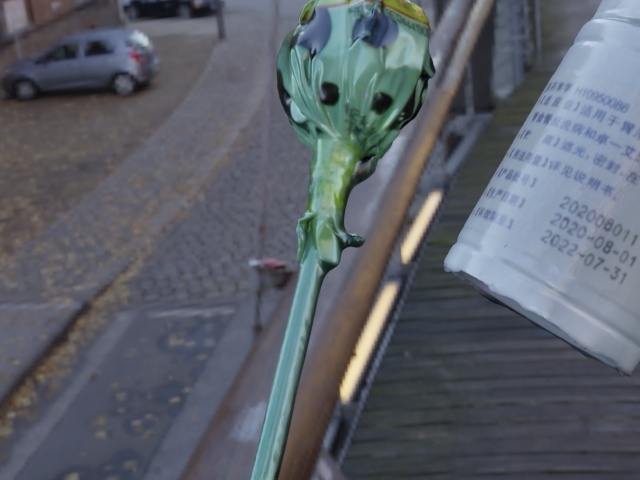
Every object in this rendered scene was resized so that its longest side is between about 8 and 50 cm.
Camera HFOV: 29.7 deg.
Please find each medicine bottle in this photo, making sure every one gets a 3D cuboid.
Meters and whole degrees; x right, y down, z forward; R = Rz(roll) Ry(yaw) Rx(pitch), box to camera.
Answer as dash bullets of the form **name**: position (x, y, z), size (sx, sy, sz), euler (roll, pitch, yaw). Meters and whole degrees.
- **medicine bottle**: position (0.268, -0.070, 1.041), size (0.190, 0.332, 0.190), euler (31, 0, 0)

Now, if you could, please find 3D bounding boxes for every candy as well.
- **candy**: position (0.000, 0.000, 0.607), size (0.083, 0.305, 0.091), euler (21, -28, -17)
